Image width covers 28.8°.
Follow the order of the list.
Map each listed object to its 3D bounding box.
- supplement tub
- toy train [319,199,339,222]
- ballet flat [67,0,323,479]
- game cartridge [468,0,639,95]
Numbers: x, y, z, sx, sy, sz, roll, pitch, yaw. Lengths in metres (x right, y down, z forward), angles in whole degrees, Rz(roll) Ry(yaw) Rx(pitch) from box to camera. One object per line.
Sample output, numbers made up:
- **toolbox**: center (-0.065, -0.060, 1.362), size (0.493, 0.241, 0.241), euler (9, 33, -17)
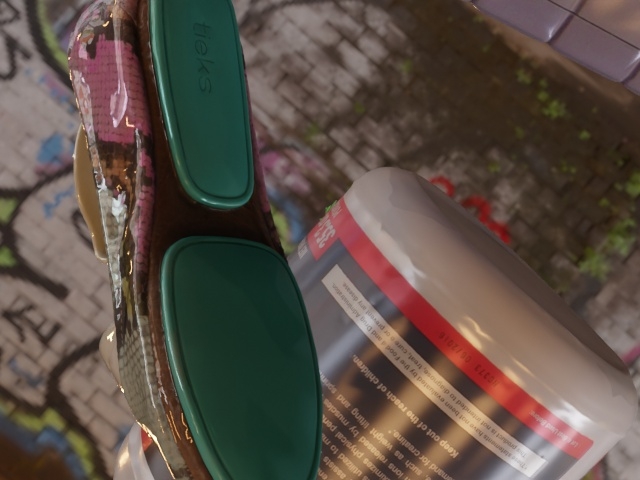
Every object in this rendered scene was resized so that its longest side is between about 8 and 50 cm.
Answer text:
- **supplement tub**: center (0.013, 0.115, 0.666), size (0.191, 0.272, 0.191), euler (41, -171, -8)
- **toy train**: center (0.000, 0.000, 1.103), size (0.017, 0.083, 0.024), euler (32, 155, -7)
- **ballet flat**: center (-0.054, 0.004, 0.457), size (0.077, 0.079, 0.222), euler (8, -118, -45)
- **game cartridge**: center (0.063, -0.202, 0.626), size (0.230, 0.068, 0.355), euler (21, -149, -13)
